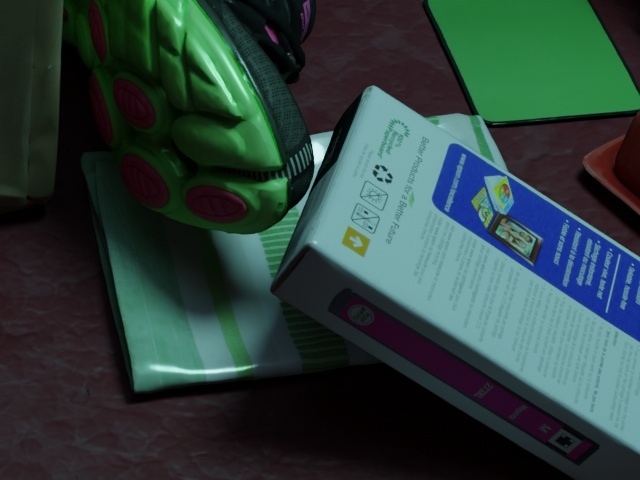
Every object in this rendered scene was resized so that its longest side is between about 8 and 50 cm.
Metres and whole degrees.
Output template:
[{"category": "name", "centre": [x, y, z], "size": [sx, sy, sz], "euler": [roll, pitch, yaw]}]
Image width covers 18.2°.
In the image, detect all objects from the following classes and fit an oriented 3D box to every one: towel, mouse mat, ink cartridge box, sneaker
[{"category": "towel", "centre": [0.000, 0.000, 1.480], "size": [0.325, 0.038, 0.248], "euler": [-6, 43, -14]}, {"category": "mouse mat", "centre": [0.182, -0.161, 1.707], "size": [0.152, 0.007, 0.190], "euler": [-5, 44, -12]}, {"category": "ink cartridge box", "centre": [0.154, 0.056, 1.352], "size": [0.371, 0.069, 0.176], "euler": [30, 42, -8]}, {"category": "sneaker", "centre": [-0.086, -0.173, 1.521], "size": [0.202, 0.185, 0.483], "euler": [-7, 34, -16]}]

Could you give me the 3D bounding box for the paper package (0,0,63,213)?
[{"category": "paper package", "centre": [-0.303, -0.217, 1.484], "size": [0.168, 0.309, 0.325], "euler": [-7, 43, -18]}]

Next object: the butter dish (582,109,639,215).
[{"category": "butter dish", "centre": [0.312, -0.078, 1.543], "size": [0.160, 0.118, 0.160], "euler": [-22, 49, -29]}]
